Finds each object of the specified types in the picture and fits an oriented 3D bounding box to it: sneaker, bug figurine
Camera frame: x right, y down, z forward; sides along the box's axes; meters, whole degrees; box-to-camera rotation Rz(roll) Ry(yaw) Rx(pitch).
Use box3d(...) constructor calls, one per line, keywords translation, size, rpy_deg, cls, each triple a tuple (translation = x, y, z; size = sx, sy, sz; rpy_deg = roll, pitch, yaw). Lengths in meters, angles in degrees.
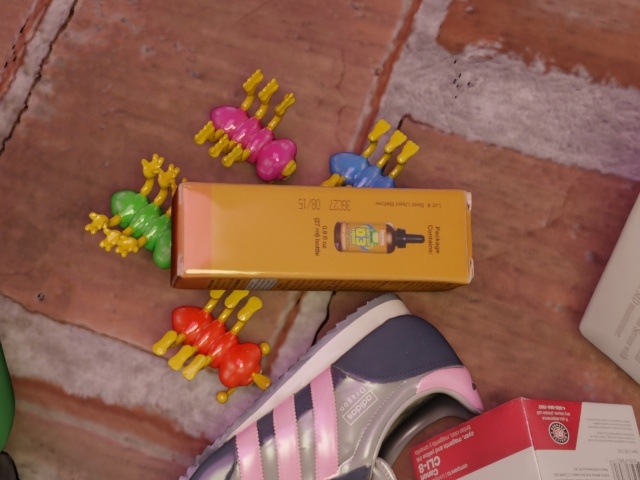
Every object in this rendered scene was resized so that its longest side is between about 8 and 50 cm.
box3d(translation=(-0.010, 0.187, 1.268), size=(0.319, 0.112, 0.131), rpy_deg=(-45, 68, -9), cls="sneaker")
box3d(translation=(-0.055, -0.011, 1.368), size=(0.216, 0.072, 0.279), rpy_deg=(43, 75, 13), cls="bug figurine")

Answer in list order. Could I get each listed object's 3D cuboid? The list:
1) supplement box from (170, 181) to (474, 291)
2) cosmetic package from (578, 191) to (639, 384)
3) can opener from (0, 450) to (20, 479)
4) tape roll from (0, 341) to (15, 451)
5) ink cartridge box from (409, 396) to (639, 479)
box3d(translation=(0.000, 0.000, 1.288), size=(0.233, 0.080, 0.078), rpy_deg=(1, 78, -8), cls="supplement box")
box3d(translation=(0.424, 0.110, 1.163), size=(0.161, 0.230, 0.453), rpy_deg=(-38, 69, -26), cls="cosmetic package")
box3d(translation=(-0.268, 0.262, 1.304), size=(0.059, 0.073, 0.186), rpy_deg=(1, 79, -1), cls="can opener")
box3d(translation=(-0.402, 0.131, 1.263), size=(0.321, 0.077, 0.321), rpy_deg=(-6, 29, 3), cls="tape roll")
box3d(translation=(0.166, 0.220, 1.200), size=(0.127, 0.128, 0.176), rpy_deg=(-32, 60, 41), cls="ink cartridge box")
